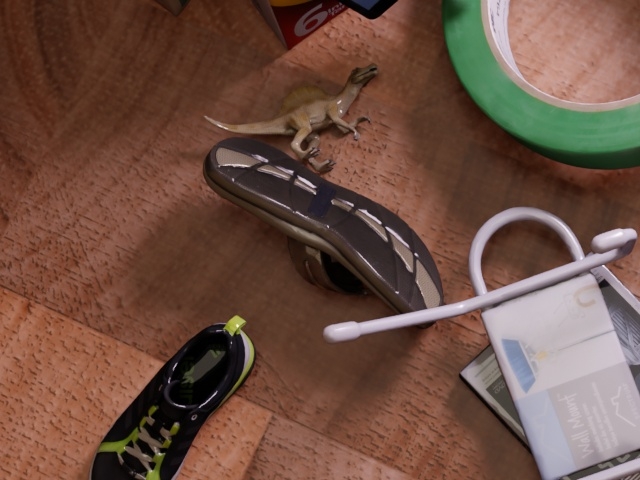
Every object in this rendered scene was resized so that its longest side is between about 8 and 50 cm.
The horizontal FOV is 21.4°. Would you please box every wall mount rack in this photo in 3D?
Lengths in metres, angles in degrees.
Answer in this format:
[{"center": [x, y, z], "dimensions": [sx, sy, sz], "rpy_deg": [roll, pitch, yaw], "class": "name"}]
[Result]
[{"center": [0.184, 0.139, 1.572], "dimensions": [0.304, 0.130, 0.350], "rpy_deg": [-20, 77, 3], "class": "wall mount rack"}]

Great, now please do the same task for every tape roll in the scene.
[{"center": [0.280, -0.232, 1.650], "dimensions": [0.321, 0.077, 0.321], "rpy_deg": [-4, 78, 20], "class": "tape roll"}]

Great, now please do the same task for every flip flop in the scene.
[{"center": [0.000, 0.000, 1.668], "dimensions": [0.277, 0.112, 0.080], "rpy_deg": [31, 124, 0], "class": "flip flop"}]

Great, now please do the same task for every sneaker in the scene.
[{"center": [-0.153, 0.166, 1.647], "dimensions": [0.084, 0.097, 0.235], "rpy_deg": [34, 84, 11], "class": "sneaker"}]

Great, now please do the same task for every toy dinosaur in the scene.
[{"center": [-0.017, -0.117, 1.721], "dimensions": [0.183, 0.053, 0.093], "rpy_deg": [-21, 62, -6], "class": "toy dinosaur"}]

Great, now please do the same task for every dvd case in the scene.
[{"center": [0.279, 0.157, 1.639], "dimensions": [0.179, 0.029, 0.239], "rpy_deg": [-43, 77, -3], "class": "dvd case"}]

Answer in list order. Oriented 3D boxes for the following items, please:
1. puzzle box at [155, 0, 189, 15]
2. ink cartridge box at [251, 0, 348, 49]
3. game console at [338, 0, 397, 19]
[{"center": [-0.062, -0.431, 1.666], "dimensions": [0.052, 0.272, 0.409], "rpy_deg": [36, 84, 11], "class": "puzzle box"}, {"center": [0.043, -0.356, 1.640], "dimensions": [0.309, 0.272, 0.130], "rpy_deg": [-35, 77, -1], "class": "ink cartridge box"}, {"center": [0.074, -0.242, 1.629], "dimensions": [0.107, 0.122, 0.071], "rpy_deg": [-39, 64, 17], "class": "game console"}]
